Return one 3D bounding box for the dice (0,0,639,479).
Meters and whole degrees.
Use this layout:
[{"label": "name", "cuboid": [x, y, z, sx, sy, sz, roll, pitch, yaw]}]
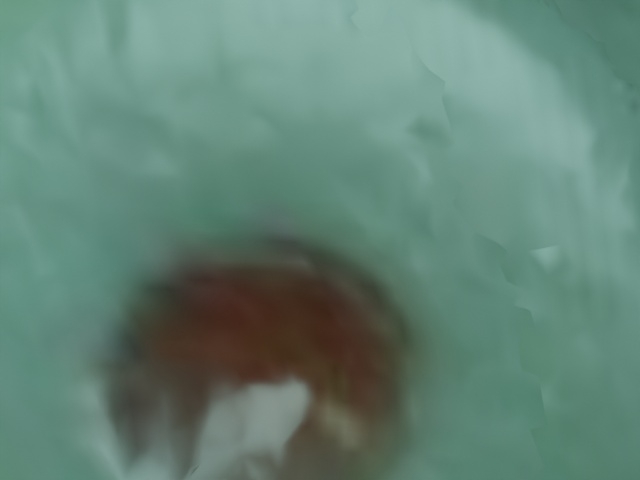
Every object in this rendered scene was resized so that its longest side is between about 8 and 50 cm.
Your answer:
[{"label": "dice", "cuboid": [0.000, 0.000, 0.570, 0.264, 0.262, 0.268, -5, 108, 10]}]
